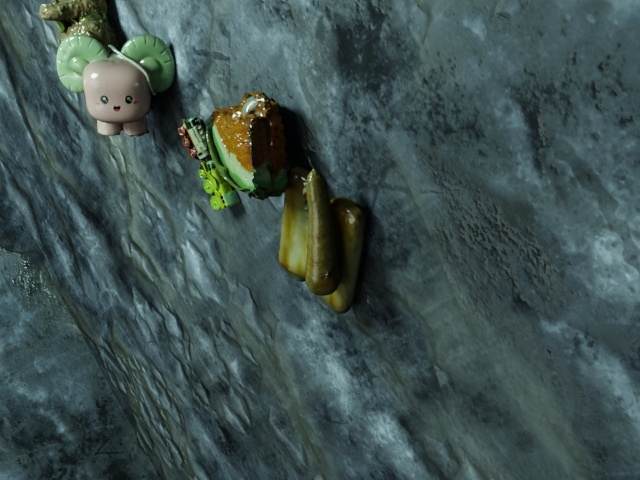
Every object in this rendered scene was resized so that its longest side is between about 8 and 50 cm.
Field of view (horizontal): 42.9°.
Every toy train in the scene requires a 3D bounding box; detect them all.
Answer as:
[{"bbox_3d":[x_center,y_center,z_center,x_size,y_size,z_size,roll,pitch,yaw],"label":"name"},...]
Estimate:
[{"bbox_3d":[-0.283,-0.195,2.043,0.085,0.053,0.249,-22,94,47],"label":"toy train"}]

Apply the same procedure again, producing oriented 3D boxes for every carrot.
[{"bbox_3d":[-0.002,-0.027,1.672,0.078,0.078,0.298,19,121,45],"label":"carrot"}]

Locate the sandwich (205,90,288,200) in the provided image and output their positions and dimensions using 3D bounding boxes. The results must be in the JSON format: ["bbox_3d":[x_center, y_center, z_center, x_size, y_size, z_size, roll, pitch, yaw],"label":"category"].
[{"bbox_3d":[-0.153,-0.218,1.780,0.292,0.109,0.212,28,116,55],"label":"sandwich"}]

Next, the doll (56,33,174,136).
[{"bbox_3d":[-0.511,-0.403,2.056,0.216,0.284,0.268,-102,14,-50],"label":"doll"}]

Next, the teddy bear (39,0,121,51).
[{"bbox_3d":[-0.669,-0.596,2.145,0.296,0.246,0.222,15,96,6],"label":"teddy bear"}]

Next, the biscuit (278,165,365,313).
[{"bbox_3d":[0.000,0.000,1.791,0.237,0.062,0.290,36,137,35],"label":"biscuit"}]
